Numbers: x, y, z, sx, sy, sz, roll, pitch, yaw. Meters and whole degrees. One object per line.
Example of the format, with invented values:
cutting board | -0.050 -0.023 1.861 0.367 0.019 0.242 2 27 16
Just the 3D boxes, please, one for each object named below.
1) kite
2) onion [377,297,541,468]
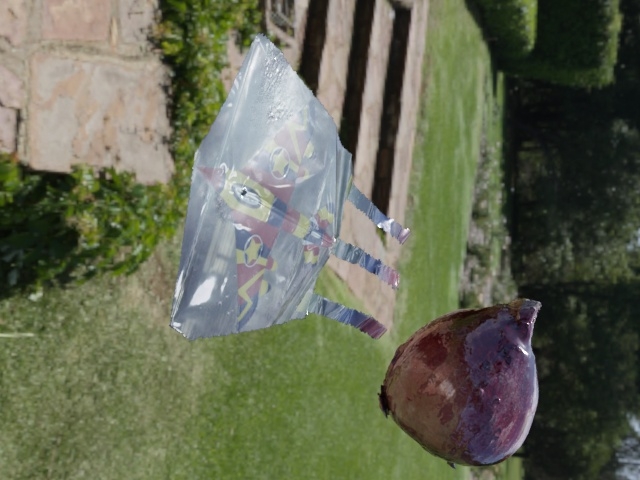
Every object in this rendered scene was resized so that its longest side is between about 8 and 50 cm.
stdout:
kite | 0.001 0.000 0.422 0.245 0.015 0.141 31 75 -61
onion | 0.160 0.135 0.789 0.195 0.159 0.159 -57 168 11
